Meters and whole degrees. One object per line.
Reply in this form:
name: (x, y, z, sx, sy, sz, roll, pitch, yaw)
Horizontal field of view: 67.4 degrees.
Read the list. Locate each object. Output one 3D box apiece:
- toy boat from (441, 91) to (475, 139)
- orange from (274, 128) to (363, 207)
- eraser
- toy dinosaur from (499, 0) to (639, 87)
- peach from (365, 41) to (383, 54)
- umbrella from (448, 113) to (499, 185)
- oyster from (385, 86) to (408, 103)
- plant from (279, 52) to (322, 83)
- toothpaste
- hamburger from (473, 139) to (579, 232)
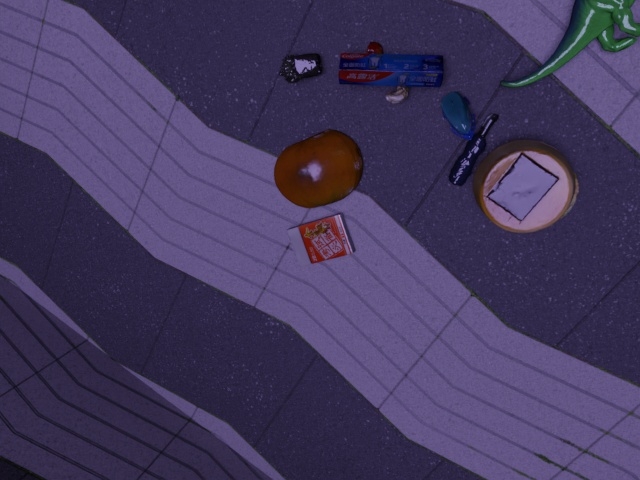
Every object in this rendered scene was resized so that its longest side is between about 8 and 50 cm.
toy boat: (0.446, -0.374, 1.504, 0.091, 0.110, 0.175, -29, 54, 25)
orange: (-0.009, -0.248, 1.710, 0.309, 0.274, 0.275, -17, 103, -8)
eraser: (0.000, 0.000, 1.816, 0.230, 0.038, 0.158, -15, 102, 23)
toy dinosaur: (0.700, -0.669, 1.286, 0.499, 0.144, 0.375, -15, 97, 19)
peach: (0.176, -0.596, 1.548, 0.050, 0.077, 0.084, 7, 67, 22)
umbrella: (0.485, -0.292, 1.534, 0.070, 0.071, 0.249, 26, 110, 10)
oyster: (0.250, -0.484, 1.557, 0.083, 0.038, 0.081, 23, 153, 30)
plant: (-0.068, -0.583, 1.616, 0.143, 0.094, 0.092, -5, 117, 17)
toothpaste: (0.218, -0.530, 1.492, 0.319, 0.077, 0.066, 4, 153, 6)
hamburger: (0.619, -0.159, 1.463, 0.299, 0.176, 0.301, 7, 111, 19)
